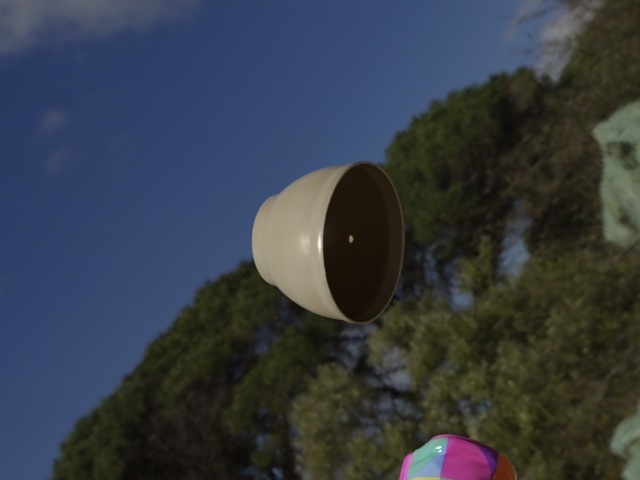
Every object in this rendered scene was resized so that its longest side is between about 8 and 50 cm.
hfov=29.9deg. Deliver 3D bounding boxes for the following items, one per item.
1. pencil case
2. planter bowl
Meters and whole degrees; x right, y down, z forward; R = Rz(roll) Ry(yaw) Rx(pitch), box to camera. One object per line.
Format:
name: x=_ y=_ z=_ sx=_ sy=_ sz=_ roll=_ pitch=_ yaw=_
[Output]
pencil case: x=0.087 y=0.272 z=0.948 sx=0.104 sy=0.104 sz=0.236 roll=119 pitch=174 yaw=-55
planter bowl: x=0.000 y=0.000 z=1.217 sx=0.162 sy=0.109 sz=0.162 roll=-7 pitch=-82 yaw=-58
